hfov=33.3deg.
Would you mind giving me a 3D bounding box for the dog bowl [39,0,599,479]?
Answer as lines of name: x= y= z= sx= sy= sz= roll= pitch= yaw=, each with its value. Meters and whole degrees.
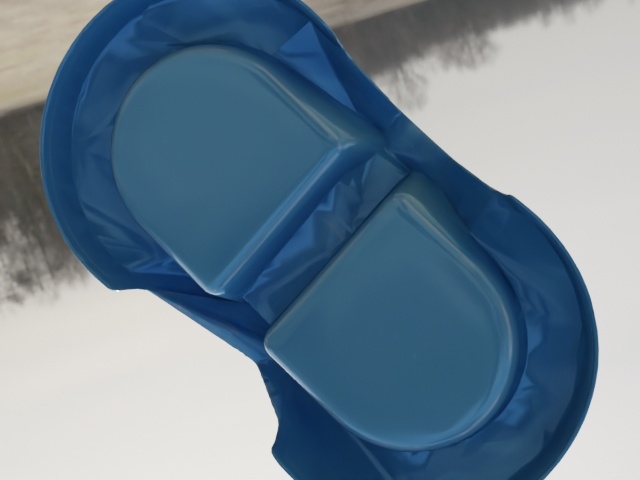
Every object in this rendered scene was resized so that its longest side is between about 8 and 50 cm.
dog bowl: x=0.000 y=0.000 z=0.520 sx=0.166 sy=0.297 sz=0.074 roll=-49 pitch=171 yaw=14
